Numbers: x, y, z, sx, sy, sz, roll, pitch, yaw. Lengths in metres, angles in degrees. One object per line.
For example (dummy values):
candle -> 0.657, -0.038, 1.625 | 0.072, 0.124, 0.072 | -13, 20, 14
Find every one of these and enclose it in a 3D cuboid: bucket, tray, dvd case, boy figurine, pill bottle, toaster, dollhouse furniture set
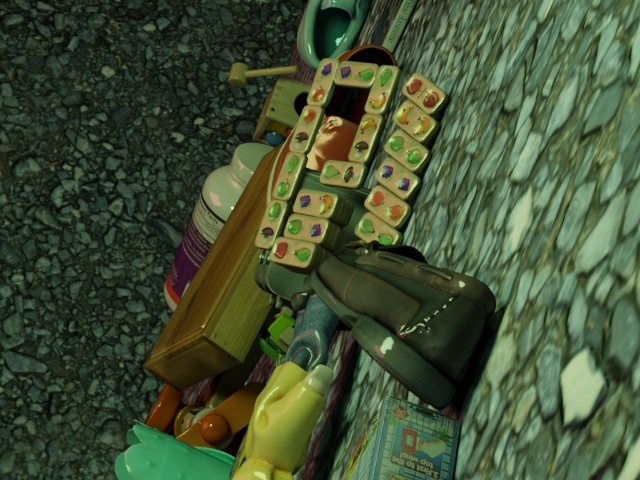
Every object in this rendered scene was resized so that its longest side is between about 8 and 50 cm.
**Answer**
bucket -> -0.194, 0.379, 1.730 | 0.281, 0.183, 0.281 | -160, 90, -82
tray -> -0.099, 0.013, 2.003 | 0.203, 0.076, 0.411 | -30, 28, 55
dvd case -> 0.126, -0.367, 2.056 | 0.180, 0.022, 0.253 | -78, 11, -55
boy figurine -> -0.024, 0.176, 1.400 | 0.177, 0.092, 0.285 | 125, 163, -61
pill bottle -> -0.144, -0.003, 2.410 | 0.181, 0.181, 0.323 | -83, 15, -61
toaster -> 0.000, 0.000, 1.629 | 0.168, 0.110, 0.186 | -175, 105, -82
dollhouse furniture set -> -0.021, 0.101, 1.848 | 0.152, 0.058, 0.076 | -46, 9, 21

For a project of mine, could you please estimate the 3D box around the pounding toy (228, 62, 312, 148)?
pounding toy -> -0.068, -0.223, 2.352 | 0.181, 0.206, 0.094 | 132, 157, -70

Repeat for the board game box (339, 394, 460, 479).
board game box -> 0.029, 0.243, 0.950 | 0.194, 0.060, 0.194 | -78, 12, -54

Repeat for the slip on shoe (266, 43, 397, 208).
slip on shoe -> 0.018, -0.124, 1.845 | 0.331, 0.123, 0.101 | -67, 10, -21

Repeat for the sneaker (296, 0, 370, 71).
sneaker -> 0.053, -0.477, 2.549 | 0.150, 0.135, 0.366 | -107, 29, -66

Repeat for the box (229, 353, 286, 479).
box -> -0.056, 0.224, 1.642 | 0.059, 0.054, 0.169 | -93, 24, -74

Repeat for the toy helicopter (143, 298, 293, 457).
toy helicopter -> -0.133, 0.207, 1.987 | 0.355, 0.140, 0.235 | -58, 6, 15

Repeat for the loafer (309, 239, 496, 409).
loafer -> 0.070, 0.049, 1.107 | 0.095, 0.109, 0.302 | -50, 15, 2

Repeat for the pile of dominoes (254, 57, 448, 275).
pile of dominoes -> 0.025, -0.083, 1.492 | 0.196, 0.040, 0.251 | 11, 77, 41
